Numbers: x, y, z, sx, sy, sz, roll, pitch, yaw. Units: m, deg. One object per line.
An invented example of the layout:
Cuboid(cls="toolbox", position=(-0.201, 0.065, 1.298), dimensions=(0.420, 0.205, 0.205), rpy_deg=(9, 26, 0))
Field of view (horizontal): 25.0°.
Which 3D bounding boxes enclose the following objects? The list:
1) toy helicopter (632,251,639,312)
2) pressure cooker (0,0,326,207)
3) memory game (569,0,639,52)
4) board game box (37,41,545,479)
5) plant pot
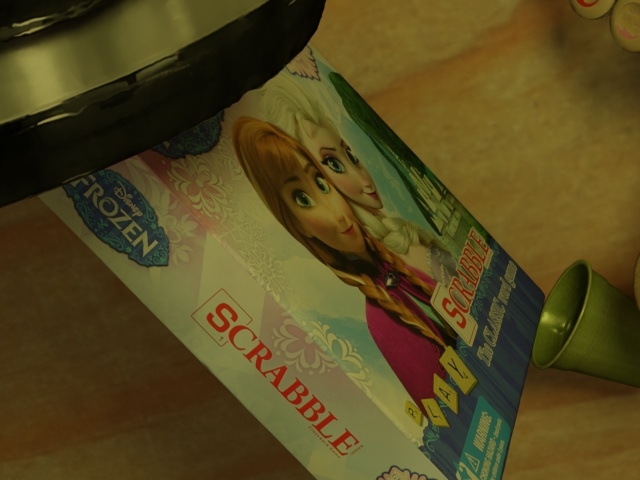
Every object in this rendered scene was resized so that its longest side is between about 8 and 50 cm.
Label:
Cuboid(cls="toy helicopter", position=(0.258, -0.109, 0.872), dimensions=(0.235, 0.140, 0.355), rpy_deg=(22, 100, 34))
Cuboid(cls="pressure cooker", position=(-0.216, -0.244, 0.643), dimensions=(0.376, 0.370, 0.420), rpy_deg=(-7, 114, 20))
Cuboid(cls="memory game", position=(0.204, -0.201, 0.846), dimensions=(0.186, 0.012, 0.186), rpy_deg=(7, 100, 46))
Cuboid(cls="board game box", position=(0.000, 0.000, 0.901), dimensions=(0.318, 0.318, 0.066), rpy_deg=(46, 114, -7))
Cuboid(cls="plant pot", position=(0.202, 0.066, 1.012), dimensions=(0.079, 0.083, 0.083), rpy_deg=(22, 116, -9))
